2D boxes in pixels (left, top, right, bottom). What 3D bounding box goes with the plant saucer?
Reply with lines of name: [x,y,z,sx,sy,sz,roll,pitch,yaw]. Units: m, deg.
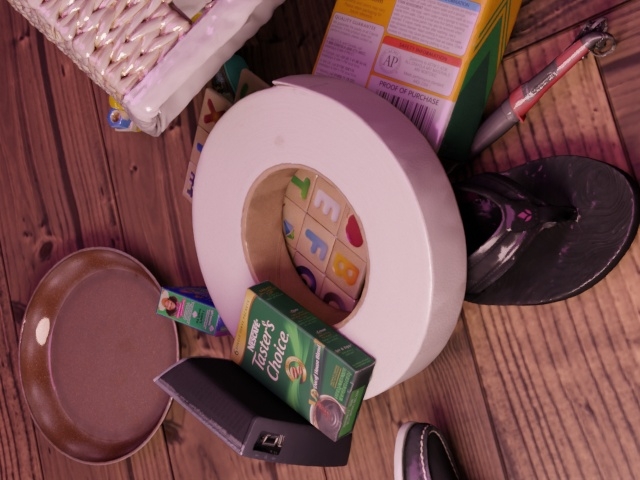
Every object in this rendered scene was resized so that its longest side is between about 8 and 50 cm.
plant saucer: [-0.310,0.165,1.818,0.311,0.050,0.310,-3,85,35]

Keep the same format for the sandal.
sandal: [0.154,0.000,1.482,0.446,0.107,0.167,-9,82,34]

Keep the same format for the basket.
basket: [-0.189,-0.330,1.517,0.266,0.331,0.328,43,87,-4]

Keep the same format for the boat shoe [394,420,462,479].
boat shoe: [0.164,0.351,1.455,0.091,0.114,0.302,-16,90,33]

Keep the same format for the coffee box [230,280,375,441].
coffee box: [-0.025,0.142,1.497,0.184,0.040,0.113,36,127,29]

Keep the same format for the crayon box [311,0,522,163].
crayon box: [0.125,-0.275,1.497,0.203,0.083,0.322,24,100,33]

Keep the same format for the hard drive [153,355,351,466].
hard drive: [-0.070,0.207,1.534,0.172,0.255,0.054,35,96,31]

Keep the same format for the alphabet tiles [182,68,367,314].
alphabet tiles: [-0.059,-0.042,1.621,0.342,0.011,0.285,40,128,32]

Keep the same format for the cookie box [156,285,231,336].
cookie box: [-0.148,0.094,1.689,0.107,0.092,0.040,17,99,34]

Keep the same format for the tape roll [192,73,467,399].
tape roll: [0.000,0.000,1.504,0.392,0.072,0.392,16,115,40]

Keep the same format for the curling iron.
curling iron: [0.240,-0.158,1.472,0.274,0.068,0.035,-44,66,29]

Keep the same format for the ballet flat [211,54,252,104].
ballet flat: [-0.100,-0.158,1.701,0.070,0.070,0.188,-27,70,29]

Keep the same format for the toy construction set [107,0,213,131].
toy construction set: [-0.262,-0.334,1.774,0.215,0.151,0.327,-27,83,30]
